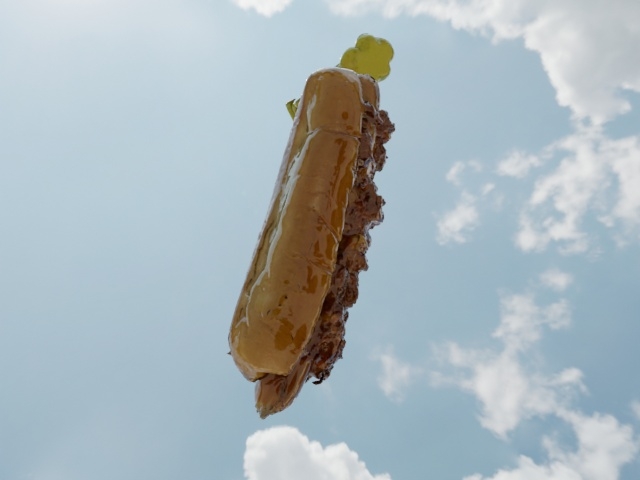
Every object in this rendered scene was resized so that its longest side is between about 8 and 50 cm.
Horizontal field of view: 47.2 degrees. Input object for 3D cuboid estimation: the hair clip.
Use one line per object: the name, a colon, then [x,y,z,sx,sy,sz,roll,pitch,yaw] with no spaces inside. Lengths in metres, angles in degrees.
hair clip: [0.032,-0.215,0.978,0.173,0.046,0.072,-38,-60,-15]

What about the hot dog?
hot dog: [0.000,0.000,0.496,0.076,0.102,0.249,14,-107,8]
